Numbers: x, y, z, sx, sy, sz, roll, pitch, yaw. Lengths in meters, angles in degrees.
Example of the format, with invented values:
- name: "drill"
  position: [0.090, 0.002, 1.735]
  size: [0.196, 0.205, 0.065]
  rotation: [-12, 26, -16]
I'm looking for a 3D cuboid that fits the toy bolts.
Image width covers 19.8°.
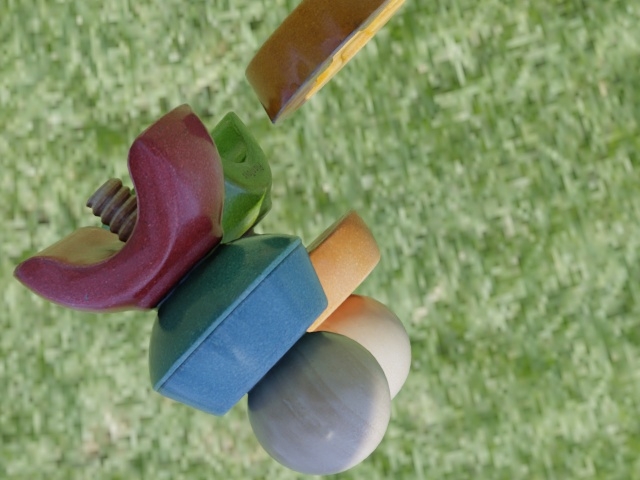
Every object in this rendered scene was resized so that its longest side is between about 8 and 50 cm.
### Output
- name: "toy bolts"
  position: [0.000, 0.000, 0.813]
  size: [0.158, 0.228, 0.218]
  rotation: [45, 113, 0]
